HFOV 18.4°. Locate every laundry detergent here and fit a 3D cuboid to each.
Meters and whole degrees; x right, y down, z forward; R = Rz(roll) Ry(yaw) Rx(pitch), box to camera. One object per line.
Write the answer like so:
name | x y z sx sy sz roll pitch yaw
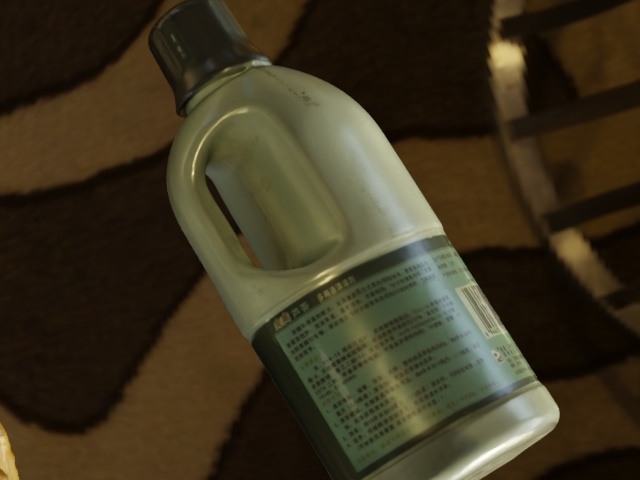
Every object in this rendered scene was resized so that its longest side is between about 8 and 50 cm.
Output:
laundry detergent | 0.000 0.000 0.789 0.099 0.070 0.225 -27 79 -26

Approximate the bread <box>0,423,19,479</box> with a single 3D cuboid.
bread | -0.341 0.262 1.526 0.236 0.183 0.388 0 97 3
